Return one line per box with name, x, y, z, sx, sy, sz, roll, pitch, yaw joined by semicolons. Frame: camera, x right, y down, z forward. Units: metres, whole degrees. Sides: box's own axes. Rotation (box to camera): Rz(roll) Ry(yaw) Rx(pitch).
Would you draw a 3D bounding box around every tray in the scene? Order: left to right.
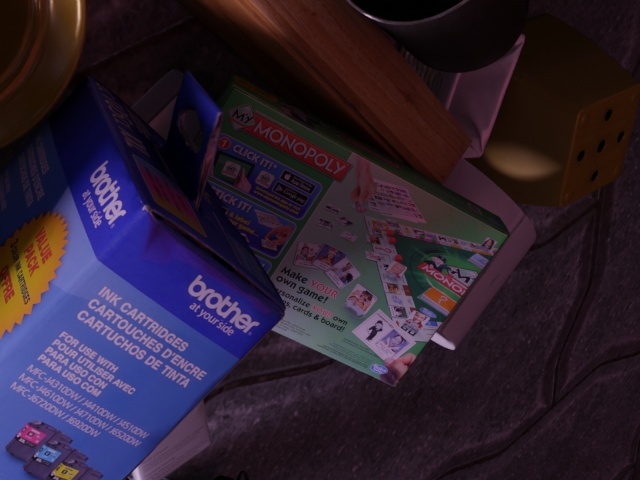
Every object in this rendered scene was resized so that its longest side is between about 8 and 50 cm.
tray;-0.028;-0.194;0.902;0.076;0.203;0.411;-56;142;-1

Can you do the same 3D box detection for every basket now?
basket;0.107;-0.240;0.808;0.227;0.154;0.204;28;78;-73
basket;0.159;-0.197;1.181;0.113;0.103;0.167;-2;117;-47

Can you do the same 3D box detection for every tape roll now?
tape roll;0.113;-0.007;1.152;0.169;0.246;0.246;-53;142;-6

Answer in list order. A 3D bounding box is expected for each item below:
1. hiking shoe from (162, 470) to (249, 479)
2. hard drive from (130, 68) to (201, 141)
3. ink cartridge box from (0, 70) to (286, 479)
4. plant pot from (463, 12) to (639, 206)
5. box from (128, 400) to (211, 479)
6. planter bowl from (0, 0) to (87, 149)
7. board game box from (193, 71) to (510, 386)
hiking shoe;-0.222;0.362;1.185;0.304;0.113;0.132;7;76;-44
hard drive;-0.148;-0.009;1.035;0.203;0.040;0.307;-47;142;-12
ink cartridge box;-0.201;0.048;0.755;0.395;0.270;0.151;-44;125;4
plant pot;0.305;-0.163;1.295;0.212;0.187;0.212;-24;131;-35
box;-0.196;0.204;1.082;0.102;0.101;0.087;-32;135;-31
planter bowl;-0.295;-0.173;0.721;0.217;0.090;0.217;-27;133;-33
board game box;0.000;0.000;0.957;0.317;0.046;0.213;27;111;-18
